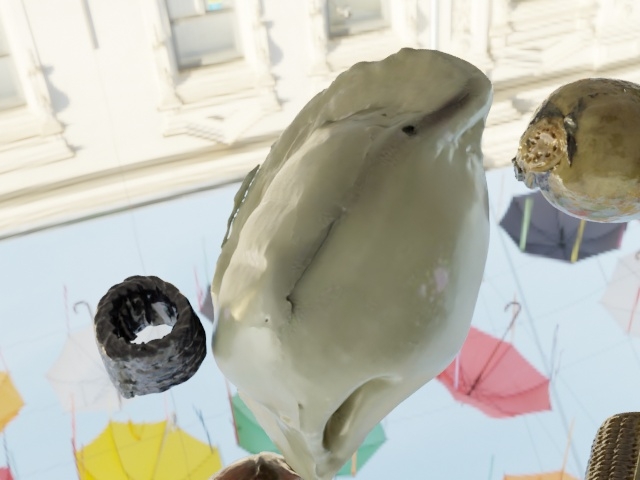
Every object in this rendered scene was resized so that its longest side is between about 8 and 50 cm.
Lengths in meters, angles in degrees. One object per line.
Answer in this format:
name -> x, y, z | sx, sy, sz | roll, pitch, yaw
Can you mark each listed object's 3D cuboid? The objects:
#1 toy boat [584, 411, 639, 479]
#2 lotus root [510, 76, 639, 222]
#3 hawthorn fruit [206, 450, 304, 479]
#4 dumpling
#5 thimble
toy boat -> 0.250, 0.207, 0.682 | 0.115, 0.089, 0.310 | -1, -143, 32
lotus root -> 0.390, -0.113, 1.158 | 0.310, 0.183, 0.183 | 0, -150, -36
hawthorn fruit -> -0.060, 0.303, 0.899 | 0.173, 0.173, 0.173 | -3, -141, 3
dumpling -> 0.000, 0.000, 0.837 | 0.233, 0.395, 0.315 | 14, -170, -45
thimble -> -0.151, 0.082, 0.810 | 0.095, 0.066, 0.104 | -7, -139, 3
